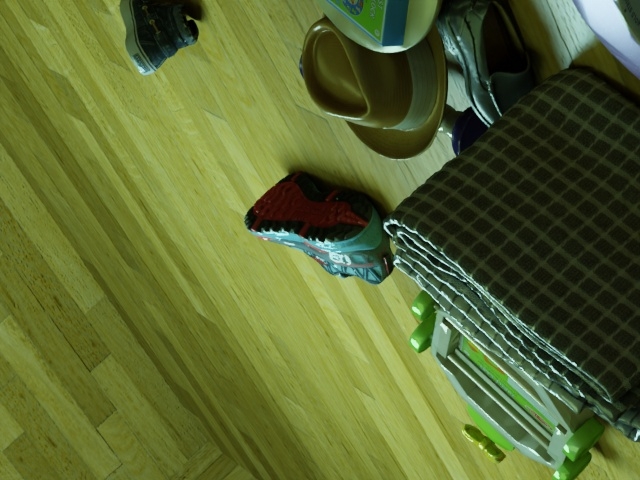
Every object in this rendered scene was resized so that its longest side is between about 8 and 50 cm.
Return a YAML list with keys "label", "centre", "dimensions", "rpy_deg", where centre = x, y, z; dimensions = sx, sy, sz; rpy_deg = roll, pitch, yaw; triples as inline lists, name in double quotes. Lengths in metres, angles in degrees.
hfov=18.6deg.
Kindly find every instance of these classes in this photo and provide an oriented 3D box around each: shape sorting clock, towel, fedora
- label: "shape sorting clock"
  centre: [0.040, -0.267, 1.752]
  dimensions: [0.206, 0.040, 0.206]
  rpy_deg: [37, 139, 41]
- label: "towel"
  centre: [0.228, 0.003, 1.629]
  dimensions: [0.284, 0.235, 0.121]
  rpy_deg: [39, 158, 30]
- label: "fedora"
  centre: [0.040, -0.164, 1.873]
  dimensions: [0.194, 0.079, 0.194]
  rpy_deg: [22, 119, 48]

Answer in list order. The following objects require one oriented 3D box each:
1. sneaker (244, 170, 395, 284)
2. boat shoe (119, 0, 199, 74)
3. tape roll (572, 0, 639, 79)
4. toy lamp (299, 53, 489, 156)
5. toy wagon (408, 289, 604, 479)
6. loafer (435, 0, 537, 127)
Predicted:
- label: "sneaker"
  centre: [0.000, 0.000, 2.467]
  dimensions: [0.125, 0.104, 0.262]
  rpy_deg: [54, 164, -29]
- label: "boat shoe"
  centre: [-0.196, -0.268, 2.423]
  dimensions: [0.065, 0.083, 0.183]
  rpy_deg: [57, -171, -30]
- label: "tape roll"
  centre: [0.291, -0.150, 1.249]
  dimensions: [0.275, 0.090, 0.275]
  rpy_deg: [34, 168, 9]
- label: "toy lamp"
  centre: [0.076, -0.143, 1.961]
  dimensions: [0.275, 0.080, 0.080]
  rpy_deg: [30, 156, 48]
- label: "toy wagon"
  centre: [0.223, 0.183, 2.385]
  dimensions: [0.267, 0.068, 0.344]
  rpy_deg: [43, 165, 16]
- label: "loafer"
  centre: [0.162, -0.151, 1.749]
  dimensions: [0.061, 0.062, 0.170]
  rpy_deg: [15, 146, 55]
